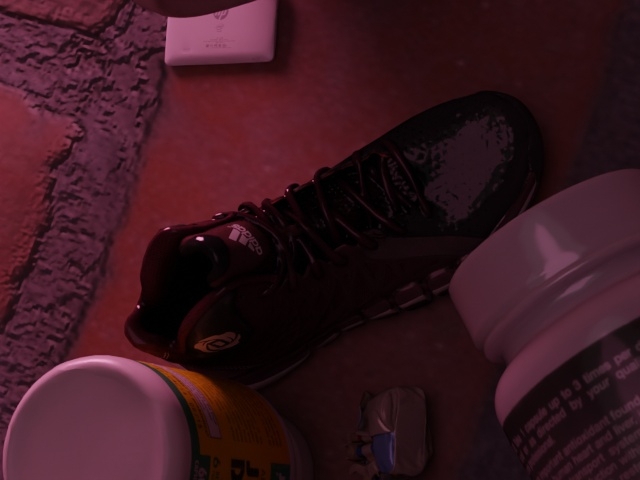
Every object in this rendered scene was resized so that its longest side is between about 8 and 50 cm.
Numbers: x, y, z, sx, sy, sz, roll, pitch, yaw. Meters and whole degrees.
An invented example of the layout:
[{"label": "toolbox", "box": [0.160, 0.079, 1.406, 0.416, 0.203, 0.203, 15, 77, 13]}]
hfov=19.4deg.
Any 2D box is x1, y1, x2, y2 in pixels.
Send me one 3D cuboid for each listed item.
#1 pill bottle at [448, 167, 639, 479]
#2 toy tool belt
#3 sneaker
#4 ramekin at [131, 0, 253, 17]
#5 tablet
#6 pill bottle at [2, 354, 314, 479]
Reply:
[{"label": "pill bottle", "box": [0.196, 0.111, 1.019, 0.161, 0.161, 0.283, -35, 69, 15]}, {"label": "toy tool belt", "box": [0.040, 0.132, 1.154, 0.051, 0.052, 0.083, -17, 68, 53]}, {"label": "sneaker", "box": [0.000, 0.000, 1.126, 0.281, 0.162, 0.106, -38, 68, 14]}, {"label": "ramekin", "box": [-0.036, -0.243, 1.140, 0.273, 0.273, 0.127, -31, 82, 17]}, {"label": "tablet", "box": [-0.067, -0.146, 1.270, 0.083, 0.006, 0.054, 0, 81, 24]}, {"label": "pill bottle", "box": [-0.086, 0.136, 1.115, 0.118, 0.208, 0.117, -5, 78, 24]}]
